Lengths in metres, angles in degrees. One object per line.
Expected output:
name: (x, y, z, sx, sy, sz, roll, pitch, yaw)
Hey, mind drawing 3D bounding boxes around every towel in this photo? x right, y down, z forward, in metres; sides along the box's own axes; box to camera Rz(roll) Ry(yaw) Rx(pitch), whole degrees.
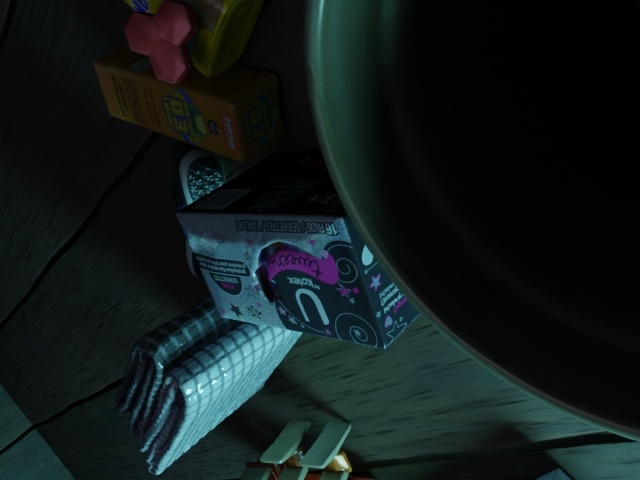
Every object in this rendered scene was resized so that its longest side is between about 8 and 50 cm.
towel: (-0.149, 0.163, 0.998, 0.121, 0.235, 0.283, 46, 142, 12)

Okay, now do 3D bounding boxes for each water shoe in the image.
water shoe: (-0.158, -0.043, 0.984, 0.080, 0.073, 0.203, 48, 145, 42)

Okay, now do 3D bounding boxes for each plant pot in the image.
plant pot: (0.200, -0.107, 0.370, 0.323, 0.280, 0.323, 28, 138, 28)

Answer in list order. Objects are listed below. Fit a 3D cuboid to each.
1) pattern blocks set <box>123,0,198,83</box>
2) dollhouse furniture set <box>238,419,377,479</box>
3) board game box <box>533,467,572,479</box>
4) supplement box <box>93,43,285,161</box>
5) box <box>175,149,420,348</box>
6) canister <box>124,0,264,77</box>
pattern blocks set: (-0.167, -0.341, 0.675, 0.285, 0.026, 0.325, -39, 90, 31)
dollhouse furniture set: (-0.006, 0.398, 1.170, 0.259, 0.135, 0.262, -8, 116, 36)
board game box: (0.273, 0.411, 0.922, 0.193, 0.053, 0.305, 44, 142, 8)
supplement box: (-0.153, -0.166, 0.853, 0.233, 0.080, 0.078, 20, 136, 31)
box: (0.000, 0.000, 0.762, 0.247, 0.163, 0.142, 2, 121, 45)
canister: (-0.146, -0.267, 0.764, 0.170, 0.073, 0.126, 43, 141, 7)
